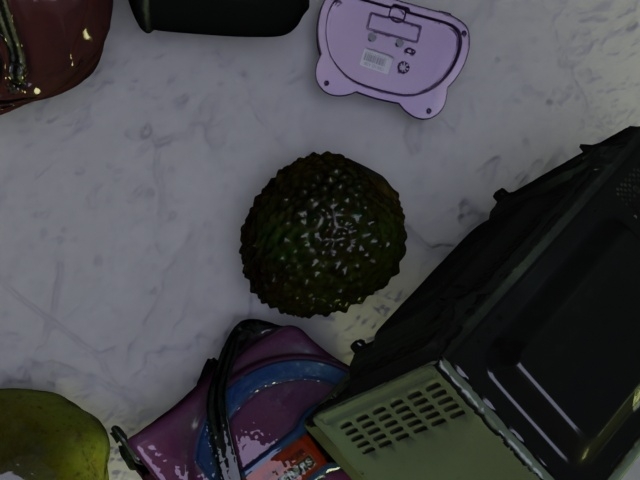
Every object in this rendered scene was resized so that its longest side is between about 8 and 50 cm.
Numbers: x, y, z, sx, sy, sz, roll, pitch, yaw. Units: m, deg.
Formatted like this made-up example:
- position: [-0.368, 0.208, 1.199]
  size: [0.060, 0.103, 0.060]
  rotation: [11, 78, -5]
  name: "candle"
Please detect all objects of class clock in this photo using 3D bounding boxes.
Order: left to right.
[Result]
- position: [0.064, -0.184, 1.832]
  size: [0.152, 0.050, 0.110]
  rotation: [15, 90, -7]
  name: "clock"

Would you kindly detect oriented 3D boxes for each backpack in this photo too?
- position: [-0.320, -0.274, 1.702]
  size: [0.283, 0.197, 0.317]
  rotation: [-9, 89, 9]
  name: "backpack"

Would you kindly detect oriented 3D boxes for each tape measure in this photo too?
- position: [-0.046, 0.207, 1.786]
  size: [0.231, 0.149, 0.245]
  rotation: [-35, 87, -17]
  name: "tape measure"

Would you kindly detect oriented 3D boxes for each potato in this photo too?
- position: [-0.315, 0.240, 1.752]
  size: [0.228, 0.148, 0.197]
  rotation: [3, 99, -9]
  name: "potato"

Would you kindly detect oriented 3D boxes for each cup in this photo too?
- position: [-0.102, -0.295, 1.767]
  size: [0.176, 0.169, 0.223]
  rotation: [-7, 58, 0]
  name: "cup"

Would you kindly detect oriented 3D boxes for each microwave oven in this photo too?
- position: [0.195, 0.088, 1.690]
  size: [0.218, 0.286, 0.355]
  rotation: [48, 59, -4]
  name: "microwave oven"

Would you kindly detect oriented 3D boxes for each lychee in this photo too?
- position: [0.000, 0.000, 1.781]
  size: [0.171, 0.171, 0.171]
  rotation: [0, 92, -7]
  name: "lychee"
